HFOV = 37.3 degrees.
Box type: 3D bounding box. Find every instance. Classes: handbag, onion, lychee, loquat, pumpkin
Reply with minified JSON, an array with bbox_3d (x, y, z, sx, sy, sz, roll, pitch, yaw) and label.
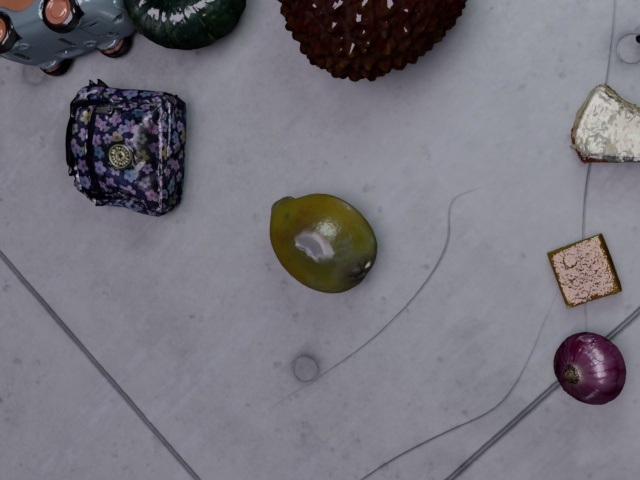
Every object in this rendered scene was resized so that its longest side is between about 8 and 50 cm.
[{"bbox_3d":[-0.338,-0.159,1.632,0.208,0.127,0.228,7,105,16],"label":"handbag"},{"bbox_3d":[0.413,0.192,1.442,0.115,0.104,0.115,38,139,44],"label":"onion"},{"bbox_3d":[0.077,-0.399,1.402,0.306,0.306,0.330,52,132,8],"label":"lychee"},{"bbox_3d":[0.000,0.000,1.531,0.195,0.152,0.152,37,104,20],"label":"loquat"},{"bbox_3d":[-0.225,-0.417,1.556,0.212,0.152,0.211,0,80,3],"label":"pumpkin"}]

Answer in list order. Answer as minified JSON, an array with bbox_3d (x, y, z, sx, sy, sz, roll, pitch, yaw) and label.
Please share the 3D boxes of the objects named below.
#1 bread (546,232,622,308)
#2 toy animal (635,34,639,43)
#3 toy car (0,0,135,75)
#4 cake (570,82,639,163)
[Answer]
[{"bbox_3d":[0.405,0.047,1.458,0.090,0.035,0.094,-20,88,18],"label":"bread"},{"bbox_3d":[0.501,-0.426,1.359,0.195,0.090,0.324,-25,89,18],"label":"toy animal"},{"bbox_3d":[-0.458,-0.420,1.630,0.271,0.180,0.212,-13,81,19],"label":"toy car"},{"bbox_3d":[0.469,-0.131,1.395,0.220,0.086,0.116,35,103,12],"label":"cake"}]
